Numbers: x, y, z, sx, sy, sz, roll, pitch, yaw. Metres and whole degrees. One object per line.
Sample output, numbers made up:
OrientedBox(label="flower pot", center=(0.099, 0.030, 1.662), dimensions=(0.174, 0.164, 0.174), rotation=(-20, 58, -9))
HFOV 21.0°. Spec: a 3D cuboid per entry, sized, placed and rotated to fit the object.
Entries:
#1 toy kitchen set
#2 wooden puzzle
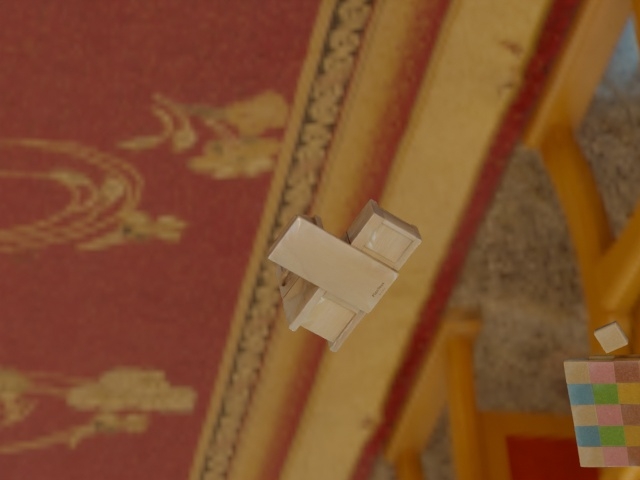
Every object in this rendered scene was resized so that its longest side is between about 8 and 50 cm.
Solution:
OrientedBox(label="toy kitchen set", center=(0.000, 0.000, 0.968), dimensions=(0.068, 0.075, 0.083), rotation=(29, 111, -22))
OrientedBox(label="wooden puzzle", center=(0.123, 0.067, 0.677), dimensions=(0.049, 0.006, 0.083), rotation=(-3, 117, 19))
